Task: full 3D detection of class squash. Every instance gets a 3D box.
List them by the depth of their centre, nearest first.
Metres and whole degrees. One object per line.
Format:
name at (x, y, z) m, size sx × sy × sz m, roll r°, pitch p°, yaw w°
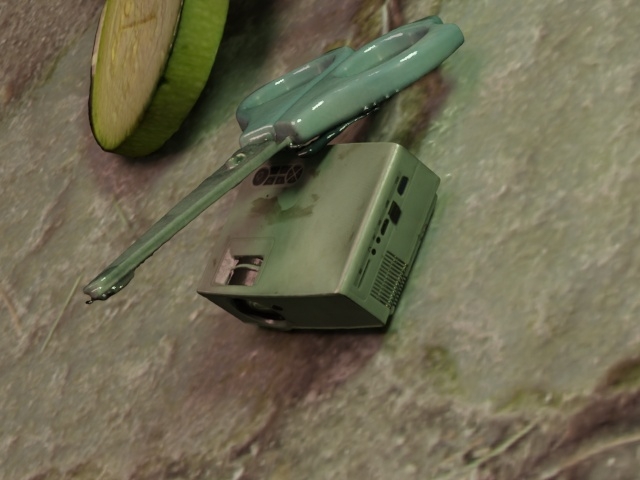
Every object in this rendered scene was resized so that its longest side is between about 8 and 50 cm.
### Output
squash at (-0.135, -0.176, 1.407) m, size 0.219 × 0.041 × 0.219 m, roll -41°, pitch 43°, yaw 53°

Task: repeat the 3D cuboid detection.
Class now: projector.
projector at (0.000, 0.000, 1.132) m, size 0.147 × 0.061 × 0.115 m, roll -2°, pitch 58°, yaw 49°

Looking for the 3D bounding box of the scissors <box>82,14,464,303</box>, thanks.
scissors at (-0.041, -0.053, 1.116) m, size 0.191 × 0.029 × 0.360 m, roll -13°, pitch 24°, yaw 41°
